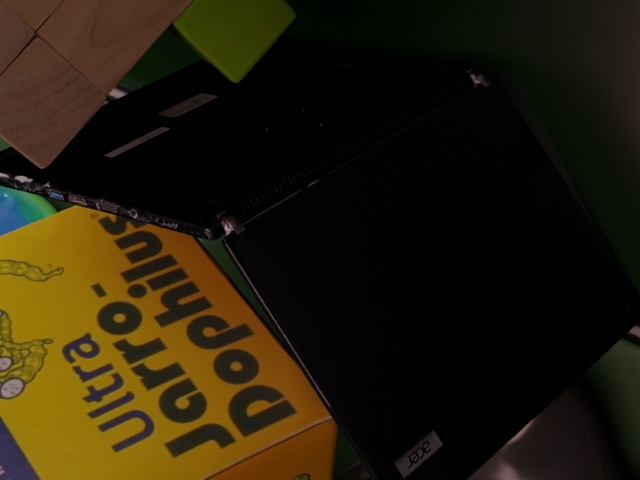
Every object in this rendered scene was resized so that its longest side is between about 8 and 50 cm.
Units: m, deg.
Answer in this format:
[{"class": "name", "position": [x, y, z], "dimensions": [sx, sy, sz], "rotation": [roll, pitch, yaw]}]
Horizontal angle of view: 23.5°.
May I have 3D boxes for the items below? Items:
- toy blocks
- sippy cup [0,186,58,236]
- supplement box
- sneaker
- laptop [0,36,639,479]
[{"class": "toy blocks", "position": [-0.124, -0.206, 0.834], "dimensions": [0.381, 0.191, 0.261], "rotation": [-49, 30, -4]}, {"class": "sippy cup", "position": [-0.284, 0.095, 1.042], "dimensions": [0.305, 0.240, 0.224], "rotation": [29, 129, 35]}, {"class": "supplement box", "position": [-0.130, 0.178, 0.869], "dimensions": [0.194, 0.195, 0.356], "rotation": [48, 150, 33]}, {"class": "sneaker", "position": [0.077, 0.163, 0.892], "dimensions": [0.222, 0.083, 0.118], "rotation": [-33, 84, 34]}, {"class": "laptop", "position": [0.000, 0.000, 0.810], "dimensions": [0.264, 0.234, 0.136], "rotation": [14, 121, 35]}]
